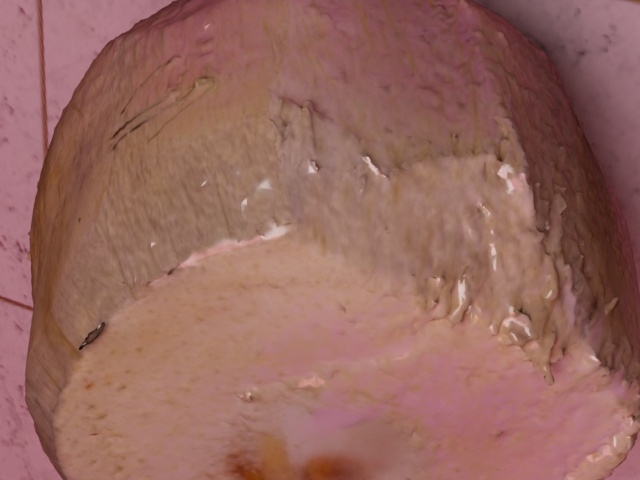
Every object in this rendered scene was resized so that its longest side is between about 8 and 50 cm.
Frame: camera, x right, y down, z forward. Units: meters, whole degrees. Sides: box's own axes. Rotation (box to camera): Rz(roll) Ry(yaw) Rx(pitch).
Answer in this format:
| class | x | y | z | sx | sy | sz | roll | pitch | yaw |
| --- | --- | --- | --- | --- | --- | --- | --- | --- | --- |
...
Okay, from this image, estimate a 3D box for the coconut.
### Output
| class | x | y | z | sx | sy | sz | roll | pitch | yaw |
| --- | --- | --- | --- | --- | --- | --- | --- | --- | --- |
| coconut | 0.000 | 0.000 | 0.868 | 0.405 | 0.404 | 0.404 | 13 | 123 | 22 |
